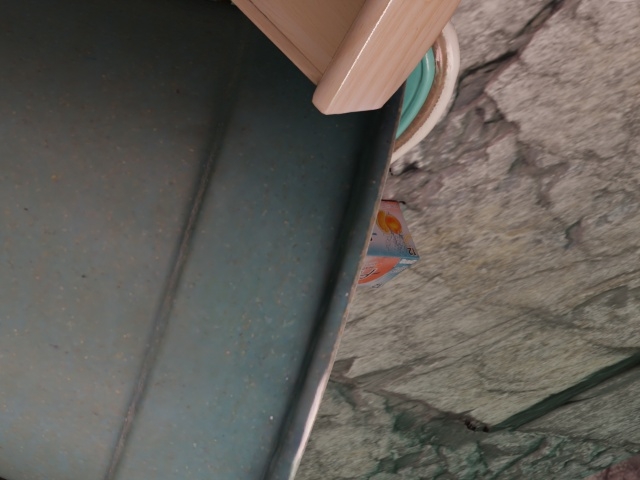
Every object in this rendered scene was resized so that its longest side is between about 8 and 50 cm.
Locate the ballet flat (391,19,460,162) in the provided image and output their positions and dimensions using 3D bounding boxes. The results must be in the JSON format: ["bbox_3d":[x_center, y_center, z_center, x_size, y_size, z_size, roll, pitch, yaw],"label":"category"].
[{"bbox_3d":[-0.004,-0.090,1.411,0.139,0.139,0.400,-3,157,-35],"label":"ballet flat"}]

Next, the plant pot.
[{"bbox_3d":[-0.160,-0.014,1.073,0.334,0.341,0.341,18,151,-5],"label":"plant pot"}]

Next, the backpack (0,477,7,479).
[{"bbox_3d":[-0.275,0.153,1.565,0.191,0.253,0.225,-10,169,37],"label":"backpack"}]

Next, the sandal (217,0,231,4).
[{"bbox_3d":[-0.076,-0.232,1.084,0.079,0.088,0.240,13,148,3],"label":"sandal"}]

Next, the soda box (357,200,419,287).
[{"bbox_3d":[0.000,0.000,1.679,0.183,0.063,0.058,4,148,-45],"label":"soda box"}]

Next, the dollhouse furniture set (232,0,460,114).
[{"bbox_3d":[0.088,-0.226,0.968,0.303,0.198,0.286,-12,141,-49],"label":"dollhouse furniture set"}]

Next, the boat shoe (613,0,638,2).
[{"bbox_3d":[0.169,-0.224,1.259,0.268,0.096,0.088,6,153,-32],"label":"boat shoe"}]
